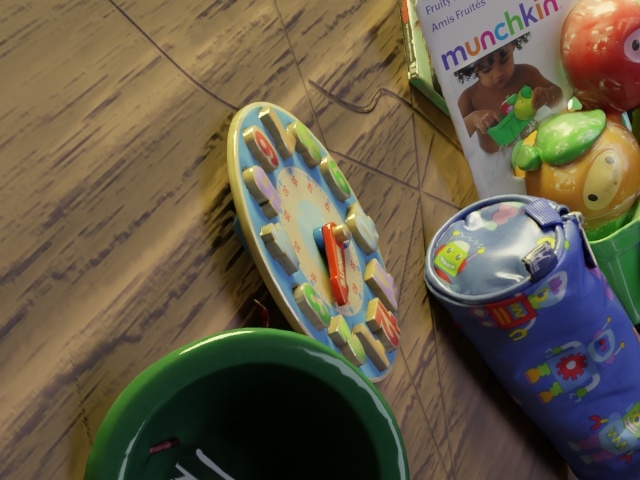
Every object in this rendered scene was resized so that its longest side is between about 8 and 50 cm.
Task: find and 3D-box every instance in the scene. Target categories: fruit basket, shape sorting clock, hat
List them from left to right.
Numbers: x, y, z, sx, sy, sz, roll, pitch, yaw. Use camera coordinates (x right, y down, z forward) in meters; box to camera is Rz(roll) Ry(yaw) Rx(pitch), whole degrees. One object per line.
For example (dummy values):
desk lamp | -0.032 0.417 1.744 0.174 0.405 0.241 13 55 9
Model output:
hat | -0.056 0.141 0.993 0.208 0.183 0.173 -26 91 -24
shape sorting clock | 0.000 0.000 1.168 0.206 0.040 0.206 53 24 -37
fruit basket | 0.274 -0.116 1.519 0.165 0.327 0.353 34 -33 56

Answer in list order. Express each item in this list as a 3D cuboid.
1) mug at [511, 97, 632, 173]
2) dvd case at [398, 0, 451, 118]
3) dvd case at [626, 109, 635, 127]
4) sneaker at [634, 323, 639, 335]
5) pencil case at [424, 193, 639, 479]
mug | 0.249 -0.089 1.691 0.129 0.097 0.157 35 43 -52
dvd case | 0.096 -0.176 1.538 0.087 0.013 0.119 35 42 -52
dvd case | 0.355 -0.126 1.838 0.029 0.179 0.238 31 46 -57
sneaker | 0.362 0.057 1.869 0.087 0.083 0.221 60 29 -54
pencil case | 0.206 0.083 1.447 0.306 0.133 0.119 51 10 -39
